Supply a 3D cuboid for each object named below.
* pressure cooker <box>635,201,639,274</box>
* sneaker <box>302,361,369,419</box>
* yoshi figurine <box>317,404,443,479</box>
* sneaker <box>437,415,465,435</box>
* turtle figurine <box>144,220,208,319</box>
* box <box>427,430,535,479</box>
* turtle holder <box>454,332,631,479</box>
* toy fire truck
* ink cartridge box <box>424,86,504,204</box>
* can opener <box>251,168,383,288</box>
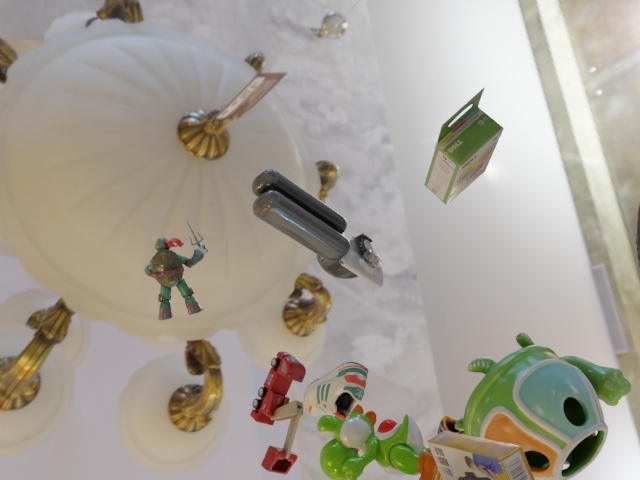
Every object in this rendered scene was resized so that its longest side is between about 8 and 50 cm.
[{"bbox_3d":[0.614,-0.026,0.620,0.370,0.420,0.375,27,-91,-39],"label":"pressure cooker"},{"bbox_3d":[0.019,0.269,1.005,0.057,0.161,0.075,33,-143,-19],"label":"sneaker"},{"bbox_3d":[0.145,0.575,1.569,0.203,0.362,0.204,-48,-42,-43],"label":"yoshi figurine"},{"bbox_3d":[0.444,0.583,1.774,0.084,0.215,0.083,-47,-42,-46],"label":"sneaker"},{"bbox_3d":[-0.375,0.075,1.510,0.118,0.175,0.234,-23,-76,-75],"label":"turtle figurine"},{"bbox_3d":[0.149,0.224,0.557,0.028,0.136,0.081,-21,-93,-25],"label":"box"},{"bbox_3d":[0.449,0.346,1.202,0.320,0.227,0.243,9,-72,-38],"label":"turtle holder"},{"bbox_3d":[-0.071,0.317,1.124,0.047,0.135,0.192,26,-93,-35],"label":"toy fire truck"},{"bbox_3d":[0.251,-0.156,1.045,0.109,0.209,0.062,-41,-108,-13],"label":"ink cartridge box"},{"bbox_3d":[0.000,0.000,0.852,0.280,0.093,0.074,37,-146,-44],"label":"can opener"}]
